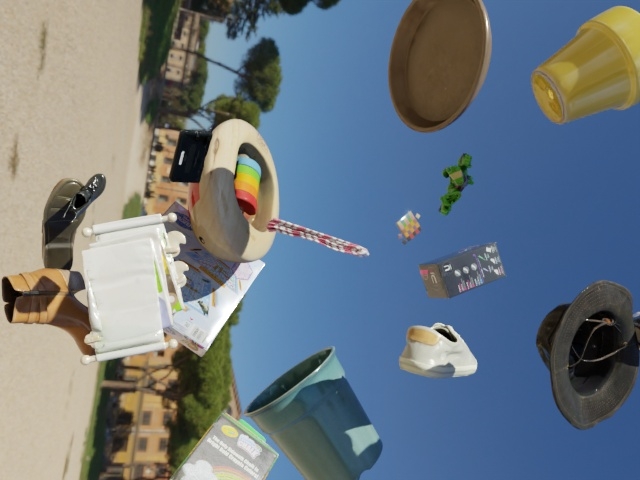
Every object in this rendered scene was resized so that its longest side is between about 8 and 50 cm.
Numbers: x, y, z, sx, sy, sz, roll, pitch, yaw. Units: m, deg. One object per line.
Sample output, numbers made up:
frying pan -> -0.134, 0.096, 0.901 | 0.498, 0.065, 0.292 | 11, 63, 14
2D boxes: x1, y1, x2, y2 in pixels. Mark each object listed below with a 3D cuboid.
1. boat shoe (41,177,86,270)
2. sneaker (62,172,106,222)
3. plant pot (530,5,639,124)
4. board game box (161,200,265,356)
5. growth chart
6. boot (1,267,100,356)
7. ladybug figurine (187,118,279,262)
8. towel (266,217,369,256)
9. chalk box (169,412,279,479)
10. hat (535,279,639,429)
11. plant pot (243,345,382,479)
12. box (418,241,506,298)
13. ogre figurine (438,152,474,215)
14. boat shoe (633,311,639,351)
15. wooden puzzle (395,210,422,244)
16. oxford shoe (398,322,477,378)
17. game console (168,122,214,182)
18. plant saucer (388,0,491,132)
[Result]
boat shoe -> -0.775, -0.054, 1.549 | 0.104, 0.110, 0.308 | 41, -65, 47
sneaker -> -0.658, -0.122, 1.465 | 0.170, 0.051, 0.089 | -58, -162, -16
plant pot -> 0.699, -0.432, 1.361 | 0.254, 0.238, 0.254 | 62, 6, -11
board game box -> -0.363, 0.096, 1.426 | 0.318, 0.318, 0.066 | -58, -174, -38
growth chart -> -0.301, 0.075, 0.849 | 0.021, 0.171, 0.238 | 163, -76, -73
boot -> -0.720, 0.204, 1.414 | 0.109, 0.220, 0.284 | -25, -102, 24
ladybug figurine -> -0.238, -0.133, 1.404 | 0.161, 0.305, 0.450 | -16, -132, 23
towel -> 0.000, 0.000, 1.044 | 0.144, 0.196, 0.029 | 14, 94, -79
chalk box -> -0.174, 0.411, 0.920 | 0.132, 0.132, 0.213 | -57, 174, 30
hat -> 0.567, 0.243, 1.167 | 0.134, 0.331, 0.332 | 10, -89, 58
plant pot -> -0.003, 0.562, 1.605 | 0.334, 0.341, 0.341 | 56, -26, 1
box -> 0.546, 0.116, 2.025 | 0.165, 0.270, 0.144 | 162, -90, -72
ogre figurine -> 0.413, -0.180, 1.580 | 0.118, 0.096, 0.197 | -51, 141, -56
boat shoe -> 0.778, 0.231, 1.277 | 0.108, 0.102, 0.301 | 62, 13, 13
wooden puzzle -> 0.191, -0.030, 1.134 | 0.049, 0.083, 0.006 | 57, -30, -8
oxford shoe -> 0.341, 0.297, 1.447 | 0.169, 0.449, 0.130 | 8, -96, 29
game console -> -0.280, -0.194, 1.139 | 0.071, 0.107, 0.122 | 46, -55, 38
plant saucer -> 0.225, -0.347, 1.002 | 0.277, 0.041, 0.278 | 7, -82, 60
